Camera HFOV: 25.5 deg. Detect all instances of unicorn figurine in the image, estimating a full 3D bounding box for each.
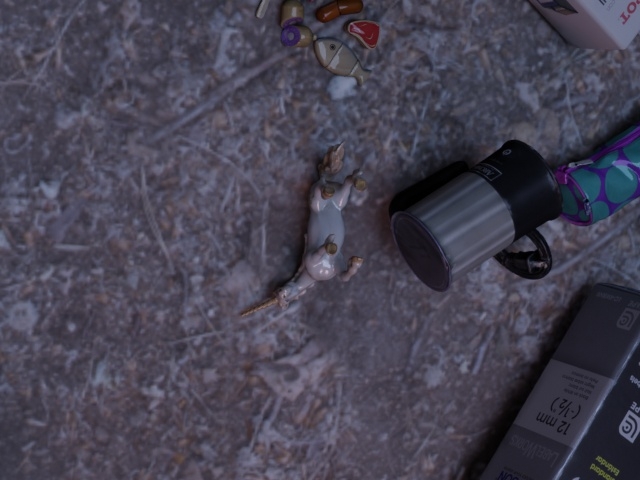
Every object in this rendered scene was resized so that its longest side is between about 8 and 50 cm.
[{"bbox_3d":[0.000,0.000,1.249,0.060,0.111,0.162,25,75,-15],"label":"unicorn figurine"}]

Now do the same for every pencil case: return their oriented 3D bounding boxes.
[{"bbox_3d":[0.295,-0.076,1.372,0.152,0.064,0.070,-33,127,-15],"label":"pencil case"}]

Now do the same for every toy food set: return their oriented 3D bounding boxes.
[{"bbox_3d":[0.007,-0.195,1.250,0.122,0.019,0.078,26,89,-25],"label":"toy food set"}]

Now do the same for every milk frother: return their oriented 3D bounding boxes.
[{"bbox_3d":[0.144,0.002,1.287,0.135,0.129,0.143,-32,104,-19],"label":"milk frother"}]

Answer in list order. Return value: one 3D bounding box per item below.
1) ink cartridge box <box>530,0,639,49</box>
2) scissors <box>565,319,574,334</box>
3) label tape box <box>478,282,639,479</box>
[{"bbox_3d":[0.233,-0.298,1.288,0.212,0.093,0.154,42,82,-26],"label":"ink cartridge box"},{"bbox_3d":[0.363,0.138,1.471,0.297,0.021,0.109,7,95,-25],"label":"scissors"},{"bbox_3d":[0.291,0.254,1.377,0.249,0.115,0.347,37,79,-26],"label":"label tape box"}]
